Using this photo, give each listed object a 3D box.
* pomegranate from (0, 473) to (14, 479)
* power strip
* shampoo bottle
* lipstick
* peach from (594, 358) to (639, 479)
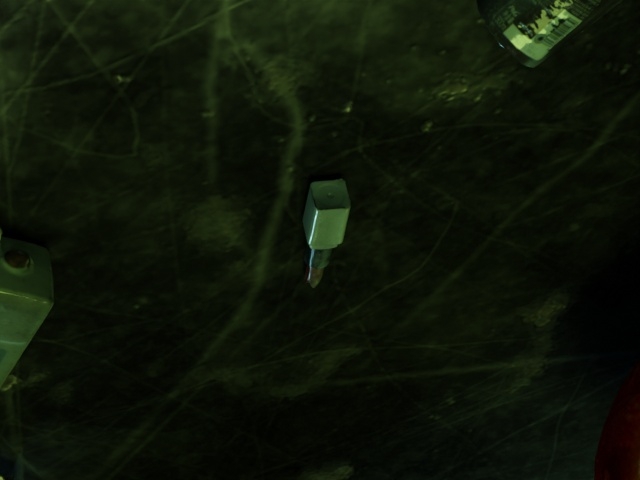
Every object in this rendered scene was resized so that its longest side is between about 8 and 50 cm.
[{"bbox_3d":[-0.299,0.242,1.058,0.130,0.130,0.130,-9,140,-7],"label":"pomegranate"},{"bbox_3d":[-0.264,0.091,0.932,0.078,0.052,0.272,13,133,-31],"label":"power strip"},{"bbox_3d":[0.179,-0.180,0.745,0.057,0.063,0.208,15,132,-46],"label":"shampoo bottle"},{"bbox_3d":[0.000,0.000,0.931,0.025,0.025,0.107,-4,146,-12],"label":"lipstick"},{"bbox_3d":[0.422,0.166,1.019,0.406,0.335,0.310,-30,159,11],"label":"peach"}]
